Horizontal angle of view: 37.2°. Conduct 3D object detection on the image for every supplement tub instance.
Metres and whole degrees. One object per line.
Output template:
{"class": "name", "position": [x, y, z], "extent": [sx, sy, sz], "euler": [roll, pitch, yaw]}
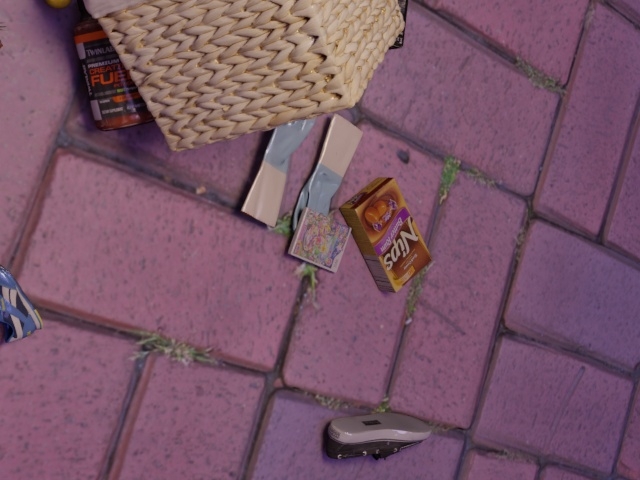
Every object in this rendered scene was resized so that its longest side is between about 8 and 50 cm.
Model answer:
{"class": "supplement tub", "position": [-0.301, -0.266, 1.401], "extent": [0.106, 0.106, 0.198], "euler": [-20, 105, -32]}

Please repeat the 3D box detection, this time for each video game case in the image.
{"class": "video game case", "position": [0.000, 0.000, 1.677], "extent": [0.122, 0.011, 0.087], "euler": [24, 83, -45]}

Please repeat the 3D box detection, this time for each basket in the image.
{"class": "basket", "position": [-0.084, -0.332, 1.355], "extent": [0.266, 0.331, 0.328], "euler": [64, 31, -24]}

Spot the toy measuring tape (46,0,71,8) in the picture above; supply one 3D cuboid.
{"class": "toy measuring tape", "position": [-0.392, -0.489, 1.312], "extent": [0.121, 0.121, 0.330], "euler": [-19, 105, -33]}

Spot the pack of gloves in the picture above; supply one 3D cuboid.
{"class": "pack of gloves", "position": [-0.039, -0.125, 1.648], "extent": [0.195, 0.046, 0.232], "euler": [28, 81, -45]}

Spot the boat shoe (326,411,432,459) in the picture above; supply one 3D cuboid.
{"class": "boat shoe", "position": [0.106, 0.372, 1.765], "extent": [0.228, 0.080, 0.076], "euler": [4, 109, -38]}

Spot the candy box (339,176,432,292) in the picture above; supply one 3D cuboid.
{"class": "candy box", "position": [0.123, -0.011, 1.755], "extent": [0.109, 0.053, 0.186], "euler": [-40, 116, -27]}

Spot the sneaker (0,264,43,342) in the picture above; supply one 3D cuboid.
{"class": "sneaker", "position": [-0.455, 0.083, 1.354], "extent": [0.059, 0.053, 0.144], "euler": [-38, 113, -24]}

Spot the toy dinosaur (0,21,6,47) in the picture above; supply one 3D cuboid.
{"class": "toy dinosaur", "position": [-0.479, -0.301, 1.325], "extent": [0.090, 0.047, 0.082], "euler": [-10, 112, -1]}

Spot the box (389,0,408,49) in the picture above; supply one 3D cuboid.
{"class": "box", "position": [0.061, -0.421, 1.658], "extent": [0.180, 0.077, 0.147], "euler": [5, 91, -36]}
